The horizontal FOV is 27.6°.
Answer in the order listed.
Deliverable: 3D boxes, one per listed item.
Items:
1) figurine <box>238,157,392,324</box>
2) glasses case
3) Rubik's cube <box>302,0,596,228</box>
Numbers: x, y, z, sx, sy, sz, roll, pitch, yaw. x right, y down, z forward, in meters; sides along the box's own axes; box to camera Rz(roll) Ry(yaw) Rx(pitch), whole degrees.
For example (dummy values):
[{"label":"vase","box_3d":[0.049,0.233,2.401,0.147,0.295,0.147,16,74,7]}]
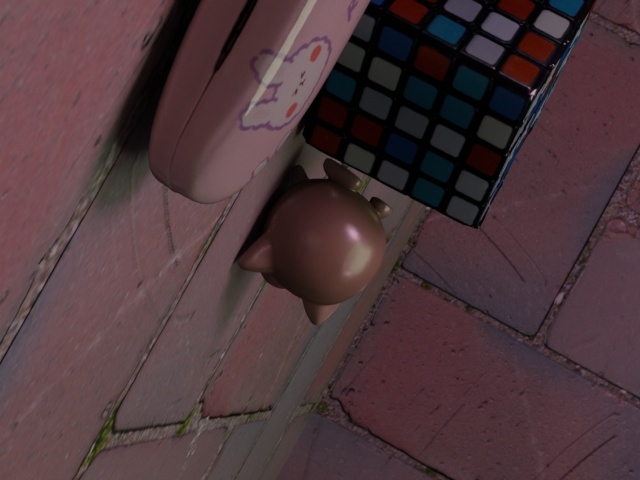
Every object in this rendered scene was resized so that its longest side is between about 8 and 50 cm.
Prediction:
[{"label":"figurine","box_3d":[0.000,0.000,1.236,0.138,0.125,0.125,-51,172,2]},{"label":"glasses case","box_3d":[-0.009,-0.155,0.749,0.297,0.075,0.113,-62,168,9]},{"label":"Rubik's cube","box_3d":[0.114,-0.157,1.154,0.184,0.187,0.182,-58,171,-38]}]
